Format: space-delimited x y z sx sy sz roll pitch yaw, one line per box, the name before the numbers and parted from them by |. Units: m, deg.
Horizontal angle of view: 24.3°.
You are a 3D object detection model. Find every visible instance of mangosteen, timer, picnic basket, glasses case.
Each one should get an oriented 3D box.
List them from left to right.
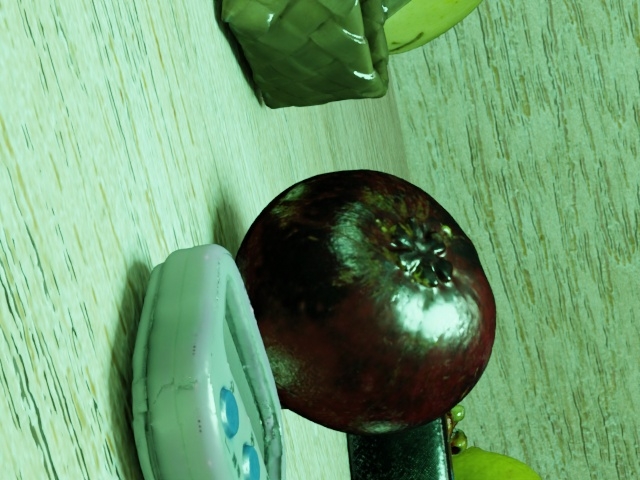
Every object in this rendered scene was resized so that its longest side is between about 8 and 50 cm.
timer | -0.071 0.119 0.983 0.191 0.069 0.208 -88 166 -53
mangosteen | 0.022 0.069 1.292 0.261 0.235 0.235 -47 -142 47
picnic basket | 0.060 -0.315 1.514 0.293 0.337 0.337 60 23 -69
glasses case | 0.095 0.228 1.845 0.082 0.122 0.321 63 20 -65

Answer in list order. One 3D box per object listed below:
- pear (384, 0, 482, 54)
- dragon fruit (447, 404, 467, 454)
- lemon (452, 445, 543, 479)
pear | 0.097 -0.401 1.975 0.309 0.309 0.309 -9 90 -82
dragon fruit | 0.118 0.255 1.955 0.150 0.207 0.133 -12 78 -40
lemon | 0.248 0.451 2.246 0.267 0.267 0.267 -9 90 -82
